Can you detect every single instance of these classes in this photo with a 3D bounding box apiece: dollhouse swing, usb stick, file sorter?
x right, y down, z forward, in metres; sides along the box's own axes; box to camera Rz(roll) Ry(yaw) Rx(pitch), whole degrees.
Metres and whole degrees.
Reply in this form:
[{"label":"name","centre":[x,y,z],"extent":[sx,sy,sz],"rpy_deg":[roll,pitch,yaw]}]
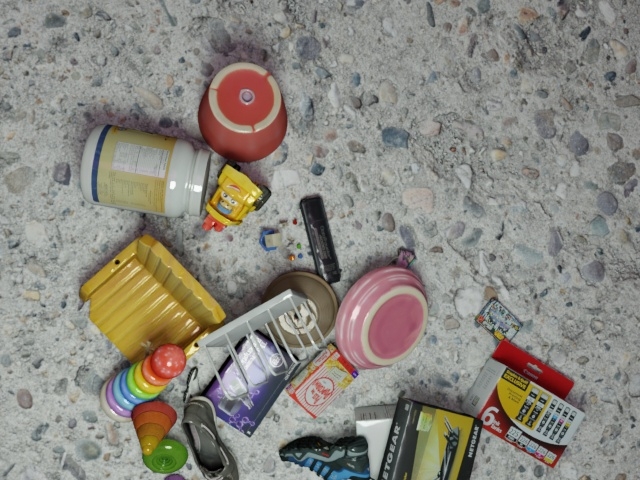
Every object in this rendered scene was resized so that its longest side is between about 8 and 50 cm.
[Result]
[{"label":"dollhouse swing","centre":[-0.464,0.191,1.471],"extent":[0.315,0.305,0.347],"rpy_deg":[-43,96,-8]},{"label":"usb stick","centre":[0.000,0.000,1.683],"extent":[0.077,0.045,0.278],"rpy_deg":[-14,90,-16]},{"label":"file sorter","centre":[-0.140,0.277,1.448],"extent":[0.278,0.193,0.173],"rpy_deg":[-30,76,4]}]

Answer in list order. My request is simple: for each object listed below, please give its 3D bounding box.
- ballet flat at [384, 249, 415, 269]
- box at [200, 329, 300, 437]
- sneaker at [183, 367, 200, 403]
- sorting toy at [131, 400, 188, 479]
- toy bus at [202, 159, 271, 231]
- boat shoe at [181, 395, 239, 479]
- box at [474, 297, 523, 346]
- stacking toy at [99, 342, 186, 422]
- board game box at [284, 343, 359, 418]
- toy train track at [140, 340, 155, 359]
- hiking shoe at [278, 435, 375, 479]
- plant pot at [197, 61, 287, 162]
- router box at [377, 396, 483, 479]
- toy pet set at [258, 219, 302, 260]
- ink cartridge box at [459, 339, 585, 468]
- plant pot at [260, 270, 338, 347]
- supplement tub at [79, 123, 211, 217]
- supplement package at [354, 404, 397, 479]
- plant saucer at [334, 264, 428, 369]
[{"label":"ballet flat","centre":[0.219,0.127,1.706],"extent":[0.079,0.077,0.221],"rpy_deg":[28,81,11]},{"label":"box","centre":[-0.207,0.413,1.608],"extent":[0.184,0.103,0.261],"rpy_deg":[36,83,-9]},{"label":"sneaker","centre":[-0.376,0.432,1.614],"extent":[0.044,0.040,0.109],"rpy_deg":[13,90,-24]},{"label":"sorting toy","centre":[-0.434,0.611,1.474],"extent":[0.127,0.126,0.365],"rpy_deg":[-6,119,-4]},{"label":"toy bus","centre":[-0.262,-0.108,1.562],"extent":[0.149,0.220,0.211],"rpy_deg":[40,89,-3]},{"label":"boat shoe","centre":[-0.321,0.602,1.537],"extent":[0.112,0.095,0.335],"rpy_deg":[-9,111,15]},{"label":"box","centre":[0.583,0.268,1.778],"extent":[0.137,0.027,0.094],"rpy_deg":[42,84,-6]},{"label":"stacking toy","centre":[-0.461,0.372,1.458],"extent":[0.330,0.141,0.141],"rpy_deg":[-37,96,35]},{"label":"board game box","centre":[0.006,0.425,1.637],"extent":[0.193,0.045,0.147],"rpy_deg":[-44,126,-7]},{"label":"toy train track","centre":[-0.470,0.300,1.485],"extent":[0.048,0.083,0.014],"rpy_deg":[28,40,7]},{"label":"hiking shoe","centre":[0.005,0.643,1.561],"extent":[0.304,0.113,0.132],"rpy_deg":[-13,87,35]},{"label":"plant pot","centre":[-0.219,-0.377,1.560],"extent":[0.275,0.243,0.275],"rpy_deg":[0,87,-10]},{"label":"router box","centre":[0.298,0.615,1.503],"extent":[0.243,0.081,0.309],"rpy_deg":[18,82,-18]},{"label":"toy pet set","centre":[-0.125,0.005,1.667],"extent":[0.114,0.065,0.122],"rpy_deg":[-10,93,-44]},{"label":"ink cartridge box","centre":[0.651,0.510,1.718],"extent":[0.309,0.130,0.272],"rpy_deg":[30,89,-7]},{"label":"plant pot","centre":[-0.064,0.211,1.612],"extent":[0.237,0.110,0.237],"rpy_deg":[0,93,0]},{"label":"supplement tub","centre":[-0.478,-0.187,1.518],"extent":[0.316,0.228,0.228],"rpy_deg":[10,86,-9]},{"label":"supplement package","centre":[0.211,0.607,1.627],"extent":[0.203,0.149,0.194],"rpy_deg":[-4,89,2]},{"label":"plant saucer","centre":[0.201,0.241,1.614],"extent":[0.332,0.084,0.332],"rpy_deg":[-11,111,-30]}]
